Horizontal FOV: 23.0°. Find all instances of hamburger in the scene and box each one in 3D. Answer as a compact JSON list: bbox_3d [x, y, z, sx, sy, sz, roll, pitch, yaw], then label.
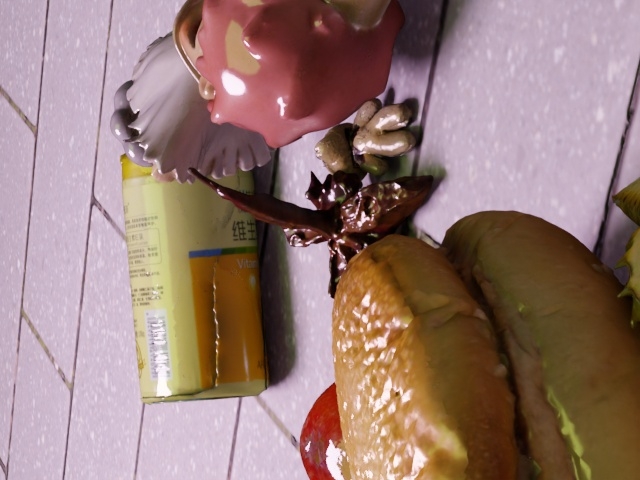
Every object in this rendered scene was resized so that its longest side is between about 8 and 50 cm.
[{"bbox_3d":[0.101,0.135,0.873,0.314,0.170,0.290,-108,14,-52],"label":"hamburger"}]

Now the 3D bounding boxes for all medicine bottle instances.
[{"bbox_3d":[-0.109,0.022,1.371,0.124,0.124,0.239,-9,85,63],"label":"medicine bottle"}]

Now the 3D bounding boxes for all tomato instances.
[{"bbox_3d":[0.035,0.157,1.131,0.139,0.091,0.159,-133,45,-53],"label":"tomato"}]

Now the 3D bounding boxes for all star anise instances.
[{"bbox_3d":[-0.007,-0.002,1.143,0.140,0.144,0.158,45,132,31],"label":"star anise"}]

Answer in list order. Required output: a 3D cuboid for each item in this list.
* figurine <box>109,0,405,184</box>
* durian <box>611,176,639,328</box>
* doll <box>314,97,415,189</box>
[{"bbox_3d":[-0.045,-0.145,1.149,0.166,0.207,0.387,52,152,-6],"label":"figurine"},{"bbox_3d":[0.212,0.010,0.778,0.140,0.078,0.224,-45,20,-3],"label":"durian"},{"bbox_3d":[0.039,-0.074,1.176,0.093,0.051,0.062,-15,73,33],"label":"doll"}]
